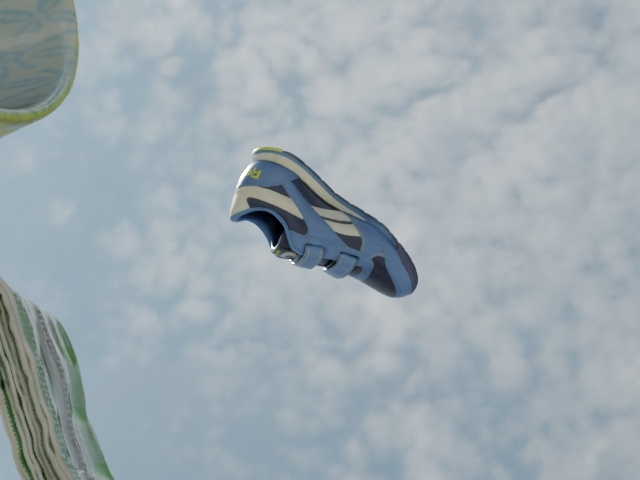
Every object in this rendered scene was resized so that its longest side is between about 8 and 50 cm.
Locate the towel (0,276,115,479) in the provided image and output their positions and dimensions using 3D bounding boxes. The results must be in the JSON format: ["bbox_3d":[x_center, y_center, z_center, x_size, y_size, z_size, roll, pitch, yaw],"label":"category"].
[{"bbox_3d":[-0.119,0.074,0.849,0.023,0.152,0.113,-18,-100,1],"label":"towel"}]

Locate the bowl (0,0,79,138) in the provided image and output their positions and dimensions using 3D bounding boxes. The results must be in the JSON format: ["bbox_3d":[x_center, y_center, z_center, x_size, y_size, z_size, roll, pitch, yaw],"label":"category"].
[{"bbox_3d":[-0.244,-0.135,0.756,0.156,0.289,0.289,-30,-94,16],"label":"bowl"}]

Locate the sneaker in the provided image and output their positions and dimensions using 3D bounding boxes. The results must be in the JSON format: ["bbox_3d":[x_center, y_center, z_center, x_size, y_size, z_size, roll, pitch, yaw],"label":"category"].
[{"bbox_3d":[0.000,0.000,1.270,0.144,0.059,0.053,36,-28,-4],"label":"sneaker"}]
